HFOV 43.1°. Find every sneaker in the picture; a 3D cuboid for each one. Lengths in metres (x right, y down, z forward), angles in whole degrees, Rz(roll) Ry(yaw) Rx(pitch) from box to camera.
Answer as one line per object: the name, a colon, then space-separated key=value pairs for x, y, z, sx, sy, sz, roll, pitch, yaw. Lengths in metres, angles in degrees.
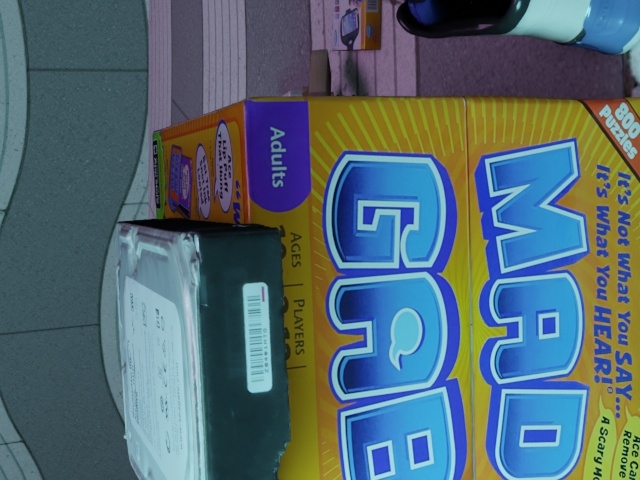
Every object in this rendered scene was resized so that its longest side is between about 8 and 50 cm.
sneaker: x=0.140 y=-0.265 z=0.751 sx=0.315 sy=0.182 sz=0.127 roll=-126 pitch=39 yaw=-53

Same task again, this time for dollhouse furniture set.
dollhouse furniture set: x=-0.042 y=-0.183 z=1.235 sx=0.144 sy=0.123 sz=0.151 roll=-88 pitch=-9 yaw=-46

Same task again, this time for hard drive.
hard drive: x=-0.107 y=0.101 z=0.640 sx=0.339 sy=0.064 sz=0.236 roll=-171 pitch=78 yaw=-68

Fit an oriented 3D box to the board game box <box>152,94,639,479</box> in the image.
board game box: x=0.052 y=0.054 z=0.794 sx=0.356 sy=0.357 sz=0.356 roll=-170 pitch=77 yaw=-68

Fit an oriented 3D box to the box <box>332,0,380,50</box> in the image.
box: x=0.048 y=-0.320 z=1.189 sx=0.136 sy=0.028 sz=0.081 roll=-155 pitch=62 yaw=-64

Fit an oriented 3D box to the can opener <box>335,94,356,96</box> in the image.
can opener: x=0.045 y=-0.133 z=1.187 sx=0.073 sy=0.059 sz=0.186 roll=131 pitch=131 yaw=-62

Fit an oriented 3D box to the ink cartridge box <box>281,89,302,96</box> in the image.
ink cartridge box: x=-0.061 y=-0.096 z=1.458 sx=0.261 sy=0.066 sz=0.296 roll=170 pitch=95 yaw=-68
